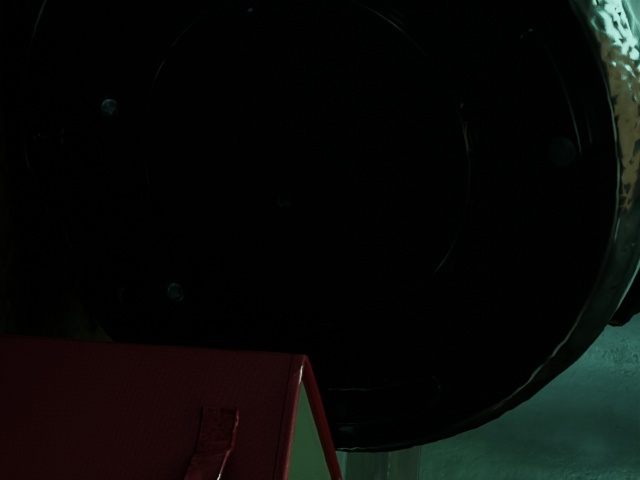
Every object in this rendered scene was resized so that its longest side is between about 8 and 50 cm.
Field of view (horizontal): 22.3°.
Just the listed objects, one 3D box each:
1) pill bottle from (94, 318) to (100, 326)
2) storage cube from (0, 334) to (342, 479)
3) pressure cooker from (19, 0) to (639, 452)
[{"bbox_3d":[-0.110,0.013,1.092,0.116,0.065,0.065,-74,164,-54],"label":"pill bottle"},{"bbox_3d":[-0.101,0.168,0.825,0.215,0.193,0.183,75,21,-59],"label":"storage cube"},{"bbox_3d":[0.057,-0.110,1.015,0.375,0.370,0.420,61,25,-7],"label":"pressure cooker"}]
